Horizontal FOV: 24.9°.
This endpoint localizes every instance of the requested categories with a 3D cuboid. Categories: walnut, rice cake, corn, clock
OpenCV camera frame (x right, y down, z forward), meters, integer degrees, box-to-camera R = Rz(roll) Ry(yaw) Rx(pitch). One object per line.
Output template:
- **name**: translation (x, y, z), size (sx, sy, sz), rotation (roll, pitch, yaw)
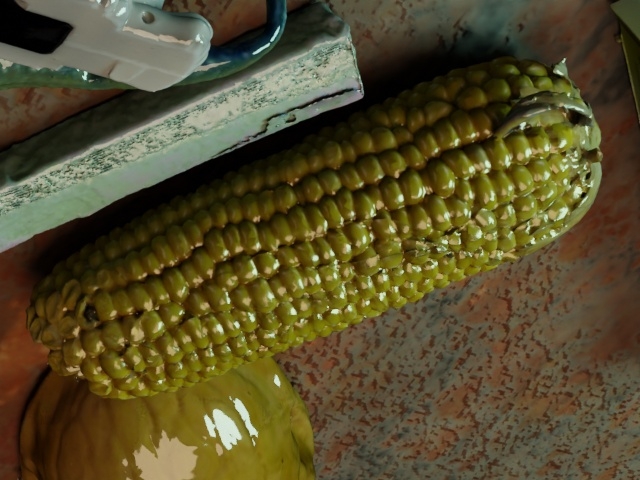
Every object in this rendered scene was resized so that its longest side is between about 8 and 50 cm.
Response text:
- **walnut**: translation (-0.081, 0.141, 0.812), size (0.167, 0.087, 0.211), rotation (-21, 137, 1)
- **rice cake**: translation (-0.080, -0.047, 0.667), size (0.211, 0.034, 0.043), rotation (-25, 134, -1)
- **corn**: translation (0.000, 0.000, 0.703), size (0.293, 0.106, 0.106), rotation (-26, 137, 0)
- **clock**: translation (-0.118, -0.133, 0.521), size (0.176, 0.117, 0.080), rotation (13, 160, -24)

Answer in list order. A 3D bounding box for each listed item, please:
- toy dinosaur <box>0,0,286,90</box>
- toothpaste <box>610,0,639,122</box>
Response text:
- **toy dinosaur**: translation (-0.192, -0.068, 0.563), size (0.362, 0.076, 0.147), rotation (6, 117, -22)
- **toothpaste**: translation (0.236, -0.022, 0.815), size (0.089, 0.071, 0.313), rotation (-28, 137, -1)
